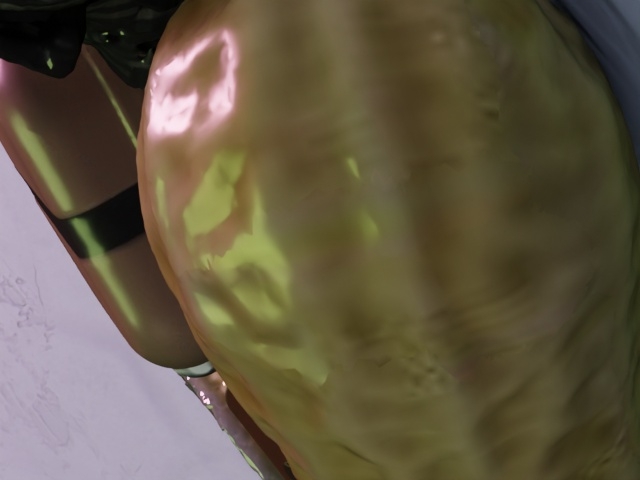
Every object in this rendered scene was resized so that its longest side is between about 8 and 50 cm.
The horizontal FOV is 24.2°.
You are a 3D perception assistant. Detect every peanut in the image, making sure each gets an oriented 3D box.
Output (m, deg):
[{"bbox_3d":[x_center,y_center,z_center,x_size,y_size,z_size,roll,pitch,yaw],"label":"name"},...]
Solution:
[{"bbox_3d":[0.043,0.025,0.480,0.325,0.140,0.153,55,-168,-56],"label":"peanut"}]

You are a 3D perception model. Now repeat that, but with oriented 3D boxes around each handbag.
[{"bbox_3d":[-0.085,-0.032,0.853,0.283,0.149,0.302,59,169,-18],"label":"handbag"}]

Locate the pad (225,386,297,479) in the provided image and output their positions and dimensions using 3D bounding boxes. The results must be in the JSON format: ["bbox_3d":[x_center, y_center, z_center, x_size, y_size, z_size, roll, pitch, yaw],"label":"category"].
[{"bbox_3d":[0.061,0.174,1.079,0.267,0.181,0.004,55,-147,-29],"label":"pad"}]

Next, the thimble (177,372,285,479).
[{"bbox_3d":[0.000,0.147,1.259,0.271,0.150,0.271,51,173,8],"label":"thimble"}]

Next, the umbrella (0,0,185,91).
[{"bbox_3d":[-0.074,-0.106,0.511,0.128,0.154,0.336,9,165,6],"label":"umbrella"}]
